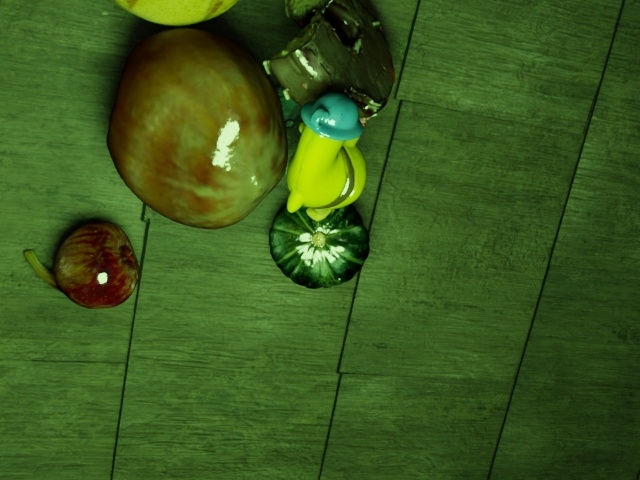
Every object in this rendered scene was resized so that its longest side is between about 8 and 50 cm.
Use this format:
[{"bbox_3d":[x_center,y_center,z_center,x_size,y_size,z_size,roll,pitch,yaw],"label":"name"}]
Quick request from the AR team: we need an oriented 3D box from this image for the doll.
[{"bbox_3d":[0.008,-0.138,1.432,0.145,0.363,0.199,35,74,15],"label":"doll"}]

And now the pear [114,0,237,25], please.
[{"bbox_3d":[-0.258,-0.520,1.342,0.315,0.314,0.314,-5,109,-16],"label":"pear"}]

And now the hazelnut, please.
[{"bbox_3d":[-0.220,-0.208,1.442,0.366,0.366,0.365,-5,109,-16],"label":"hazelnut"}]

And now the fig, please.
[{"bbox_3d":[-0.474,0.064,1.569,0.207,0.175,0.175,-23,114,7],"label":"fig"}]

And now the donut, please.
[{"bbox_3d":[0.029,-0.357,1.510,0.136,0.345,0.259,-22,131,32],"label":"donut"}]

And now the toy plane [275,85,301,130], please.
[{"bbox_3d":[-0.061,-0.279,1.630,0.235,0.060,0.096,-7,96,-11],"label":"toy plane"}]

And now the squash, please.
[{"bbox_3d":[-0.002,0.002,1.668,0.218,0.172,0.218,-1,74,3],"label":"squash"}]
